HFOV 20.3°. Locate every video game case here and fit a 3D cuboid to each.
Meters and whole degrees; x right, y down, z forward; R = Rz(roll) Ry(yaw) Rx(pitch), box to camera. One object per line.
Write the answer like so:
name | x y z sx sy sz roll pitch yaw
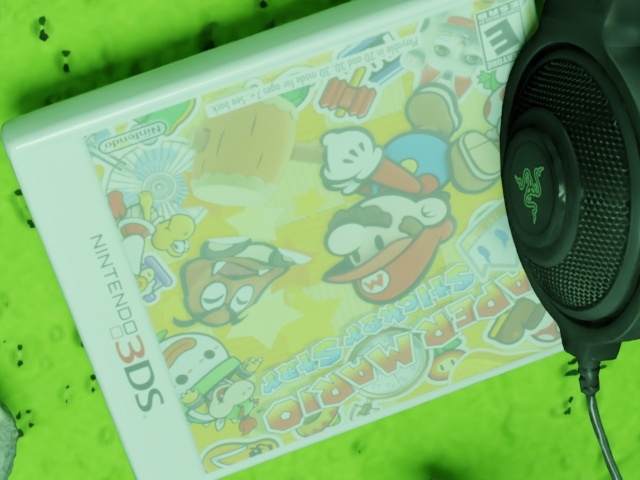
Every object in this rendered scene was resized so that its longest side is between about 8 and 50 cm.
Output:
video game case | 0.000 0.000 0.785 0.227 0.026 0.206 -20 126 -6

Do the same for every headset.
headset | 0.164 -0.005 0.767 0.243 0.185 0.394 24 94 -25

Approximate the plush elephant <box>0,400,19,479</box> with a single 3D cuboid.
plush elephant | -0.270 0.127 0.637 0.330 0.255 0.271 19 71 -9
